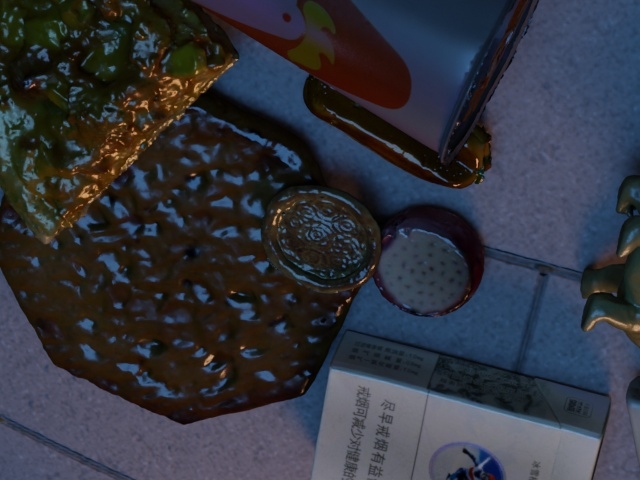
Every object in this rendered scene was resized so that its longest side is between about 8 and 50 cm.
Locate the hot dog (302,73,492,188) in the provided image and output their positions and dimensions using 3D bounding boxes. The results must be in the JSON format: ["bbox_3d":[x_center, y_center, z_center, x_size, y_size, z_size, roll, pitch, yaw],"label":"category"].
[{"bbox_3d":[0.064,-0.107,1.605,0.188,0.055,0.072,32,119,-3],"label":"hot dog"}]

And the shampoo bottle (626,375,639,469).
[{"bbox_3d":[0.352,0.261,1.722,0.153,0.071,0.284,6,119,15],"label":"shampoo bottle"}]

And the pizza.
[{"bbox_3d":[-0.242,-0.166,1.617,0.258,0.087,0.268,47,117,2],"label":"pizza"}]

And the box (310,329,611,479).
[{"bbox_3d":[0.127,0.196,1.752,0.257,0.069,0.164,14,122,9],"label":"box"}]

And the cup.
[{"bbox_3d":[0.018,-0.207,1.497,0.288,0.203,0.203,28,123,8],"label":"cup"}]

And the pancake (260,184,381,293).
[{"bbox_3d":[0.000,-0.001,1.661,0.115,0.011,0.115,6,120,11],"label":"pancake"}]

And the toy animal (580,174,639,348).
[{"bbox_3d":[0.280,0.036,1.583,0.101,0.103,0.218,14,139,0],"label":"toy animal"}]

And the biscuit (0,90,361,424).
[{"bbox_3d":[-0.134,0.014,1.736,0.359,0.046,0.359,7,120,12],"label":"biscuit"}]

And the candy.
[{"bbox_3d":[0.095,0.020,1.675,0.103,0.043,0.103,7,121,12],"label":"candy"}]
